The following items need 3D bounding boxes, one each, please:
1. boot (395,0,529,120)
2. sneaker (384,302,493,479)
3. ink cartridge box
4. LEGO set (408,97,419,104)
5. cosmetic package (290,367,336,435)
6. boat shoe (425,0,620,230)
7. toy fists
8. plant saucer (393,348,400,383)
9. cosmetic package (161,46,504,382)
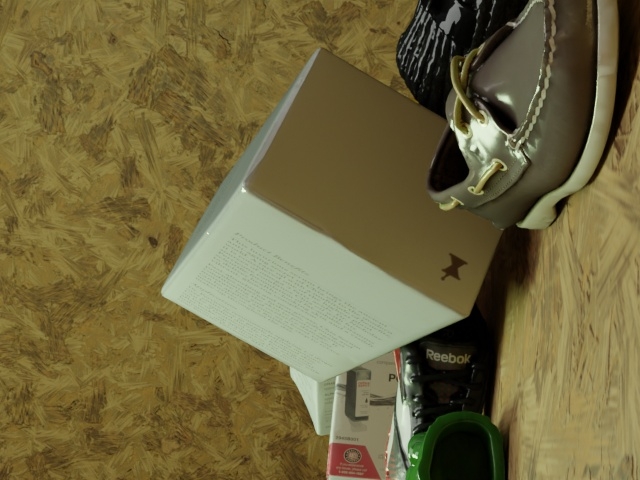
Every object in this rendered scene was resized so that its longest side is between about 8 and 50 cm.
[{"bbox_3d":[0.146,-0.292,1.130,0.348,0.131,0.260,-83,-2,-46],"label":"boot"},{"bbox_3d":[0.119,0.165,1.213,0.135,0.097,0.276,88,-171,-62],"label":"sneaker"},{"bbox_3d":[0.097,0.247,1.752,0.092,0.158,0.218,86,-171,-70],"label":"ink cartridge box"},{"bbox_3d":[0.161,-0.181,1.677,0.087,0.093,0.227,-99,8,-49],"label":"LEGO set"},{"bbox_3d":[0.035,0.101,1.994,0.217,0.156,0.385,-123,26,-62],"label":"cosmetic package"},{"bbox_3d":[0.133,-0.086,0.833,0.324,0.096,0.117,89,-173,-76],"label":"boat shoe"},{"bbox_3d":[0.105,0.291,1.057,0.142,0.096,0.279,90,-176,-62],"label":"toy fists"},{"bbox_3d":[0.125,0.200,1.438,0.259,0.047,0.259,83,178,-86],"label":"plant saucer"},{"bbox_3d":[0.000,0.000,1.242,0.162,0.230,0.453,-63,9,-20],"label":"cosmetic package"}]
